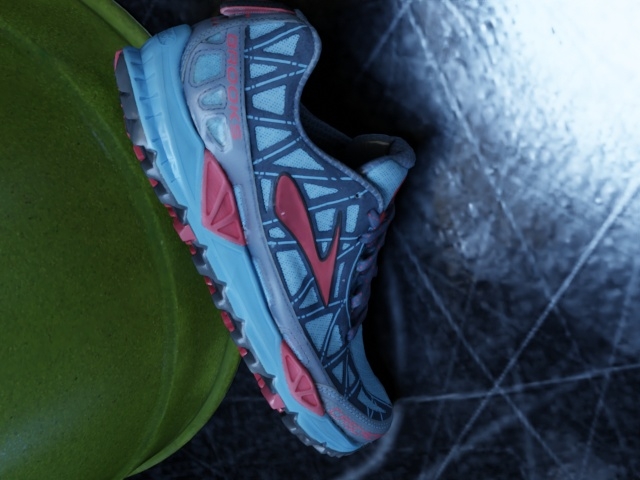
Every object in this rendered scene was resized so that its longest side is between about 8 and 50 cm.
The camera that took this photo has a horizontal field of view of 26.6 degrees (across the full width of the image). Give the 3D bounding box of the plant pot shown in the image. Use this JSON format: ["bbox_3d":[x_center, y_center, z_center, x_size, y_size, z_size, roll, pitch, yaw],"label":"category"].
[{"bbox_3d":[-0.278,0.052,0.704,0.367,0.353,0.366,10,115,22],"label":"plant pot"}]

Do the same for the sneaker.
[{"bbox_3d":[0.000,0.000,0.691,0.125,0.104,0.261,-25,120,1],"label":"sneaker"}]
